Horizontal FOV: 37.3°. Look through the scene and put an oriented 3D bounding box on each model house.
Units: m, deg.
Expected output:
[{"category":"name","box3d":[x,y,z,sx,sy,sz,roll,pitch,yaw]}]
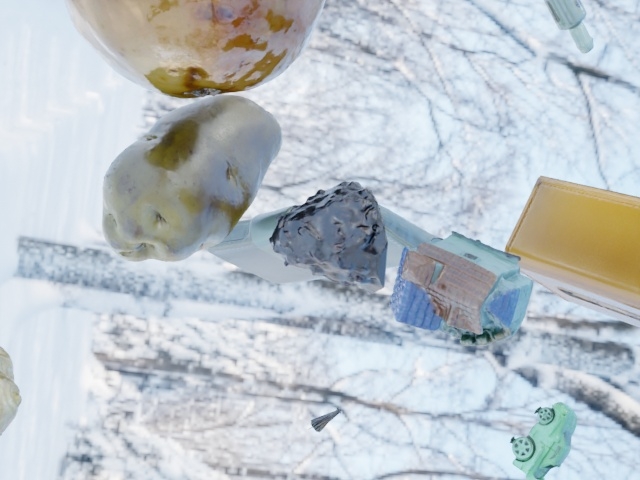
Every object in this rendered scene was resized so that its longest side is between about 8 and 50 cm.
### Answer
[{"category":"model house","box3d":[0.137,0.059,1.045,0.148,0.148,0.119,-1,113,-57]}]

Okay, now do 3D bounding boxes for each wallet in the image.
[{"category":"wallet","box3d":[-0.003,0.008,1.608,0.360,0.252,0.083,-11,-113,38]}]

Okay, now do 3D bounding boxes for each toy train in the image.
[{"category":"toy train","box3d":[0.376,0.342,1.575,0.149,0.099,0.081,-52,-127,5]}]

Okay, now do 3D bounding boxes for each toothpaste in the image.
[{"category":"toothpaste","box3d":[0.251,-0.329,1.099,0.037,0.255,0.067,-29,-165,20]}]

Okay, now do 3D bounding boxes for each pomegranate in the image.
[{"category":"pomegranate","box3d":[-0.175,-0.401,1.292,0.410,0.410,0.410,-172,-90,-78]}]

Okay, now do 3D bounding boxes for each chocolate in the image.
[{"category":"chocolate","box3d":[0.000,0.000,1.240,0.156,0.133,0.156,170,-90,-74]}]

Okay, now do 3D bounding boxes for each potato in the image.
[{"category":"potato","box3d":[-0.187,-0.105,1.474,0.369,0.195,0.176,-46,179,-39]}]

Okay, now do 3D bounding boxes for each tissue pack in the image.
[{"category":"tissue pack","box3d":[0.426,0.032,1.322,0.274,0.194,0.145,24,-93,57]}]

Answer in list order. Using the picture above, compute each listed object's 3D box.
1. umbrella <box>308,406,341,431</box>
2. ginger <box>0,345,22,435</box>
[{"category":"umbrella","box3d":[0.009,0.377,1.989,0.031,0.083,0.020,57,5,10]},{"category":"ginger","box3d":[-0.343,0.142,0.679,0.086,0.294,0.131,61,18,-24]}]
